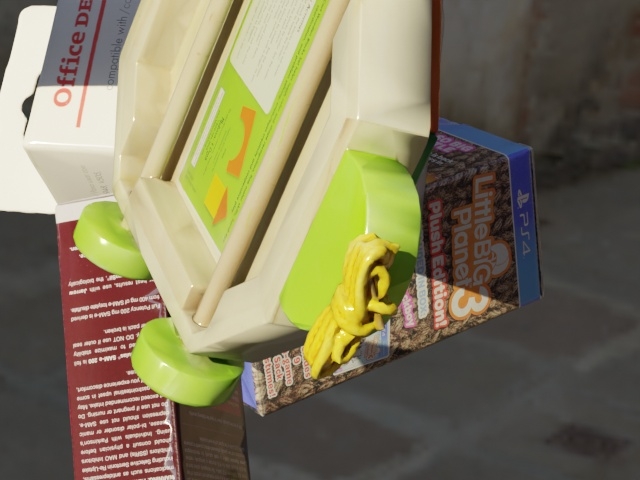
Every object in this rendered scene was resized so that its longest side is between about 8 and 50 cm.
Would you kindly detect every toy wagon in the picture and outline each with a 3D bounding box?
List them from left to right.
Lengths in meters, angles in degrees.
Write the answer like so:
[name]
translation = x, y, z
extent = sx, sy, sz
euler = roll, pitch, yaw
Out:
[toy wagon]
translation = -0.022, -0.050, 0.932
extent = 0.068, 0.267, 0.344
euler = 10, 28, -29

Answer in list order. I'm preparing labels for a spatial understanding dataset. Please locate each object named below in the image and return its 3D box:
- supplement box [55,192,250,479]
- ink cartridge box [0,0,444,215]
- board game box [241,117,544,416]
[supplement box]
translation = -0.100, 0.099, 1.198
extent = 0.073, 0.239, 0.130
euler = -10, -14, 15
[ink cartridge box]
translation = -0.094, -0.124, 1.468
extent = 0.354, 0.119, 0.207
euler = 2, 63, 11
[board game box]
translation = 0.000, 0.000, 1.625
extent = 0.291, 0.141, 0.232
euler = -20, 27, -29
